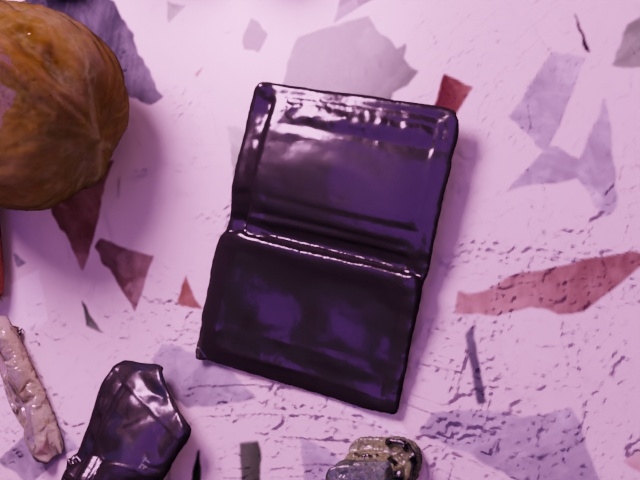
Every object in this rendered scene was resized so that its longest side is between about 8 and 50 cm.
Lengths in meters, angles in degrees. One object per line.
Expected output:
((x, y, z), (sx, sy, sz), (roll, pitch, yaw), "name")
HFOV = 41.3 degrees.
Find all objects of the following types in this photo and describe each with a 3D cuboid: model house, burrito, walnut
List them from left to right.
((-0.357, -0.159, 0.956), (0.282, 0.283, 0.227), (21, 62, 21), "walnut")
((-0.357, 0.178, 1.018), (0.045, 0.041, 0.186), (-29, 77, 5), "burrito")
((0.053, 0.228, 0.840), (0.078, 0.083, 0.066), (1, 82, 21), "model house")

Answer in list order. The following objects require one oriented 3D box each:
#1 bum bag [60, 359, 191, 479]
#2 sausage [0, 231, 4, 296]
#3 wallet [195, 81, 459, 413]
((-0.241, 0.282, 0.948), (0.137, 0.074, 0.310), (26, 92, 31), "bum bag")
((-0.428, 0.004, 1.053), (0.062, 0.062, 0.154), (-11, 79, 18), "sausage")
((0.000, 0.000, 0.908), (0.247, 0.041, 0.323), (13, 91, 22), "wallet")
